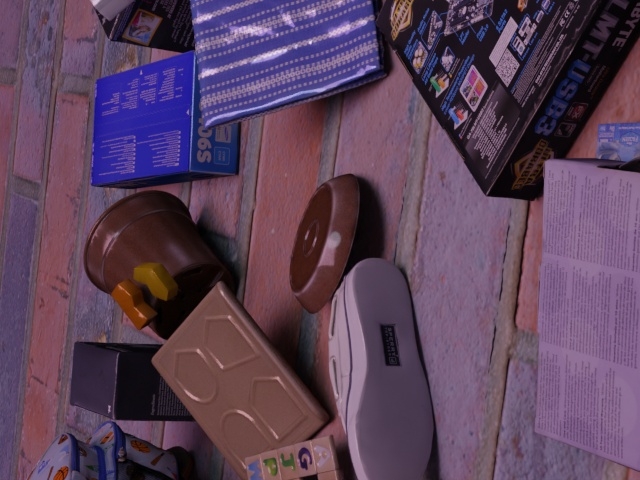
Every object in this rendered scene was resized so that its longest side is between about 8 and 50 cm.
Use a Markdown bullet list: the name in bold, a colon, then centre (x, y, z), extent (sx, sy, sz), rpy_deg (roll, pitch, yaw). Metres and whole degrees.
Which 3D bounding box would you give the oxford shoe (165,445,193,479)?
- **oxford shoe**: centre (-0.230, 0.375, 2.125), extent (0.212, 0.076, 0.076), rpy_deg (-56, 37, 16)

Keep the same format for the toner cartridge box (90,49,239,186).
- **toner cartridge box**: centre (-0.225, -0.164, 2.161), extent (0.348, 0.075, 0.165), rpy_deg (-2, 86, 60)

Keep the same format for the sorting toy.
- **sorting toy**: centre (-0.128, 0.142, 1.886), extent (0.307, 0.041, 0.229), rpy_deg (51, 139, 9)

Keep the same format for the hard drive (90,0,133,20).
- **hard drive**: centre (-0.184, -0.472, 1.983), extent (0.353, 0.047, 0.233), rpy_deg (-38, 48, 13)

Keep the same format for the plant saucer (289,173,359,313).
- **plant saucer**: centre (0.000, 0.000, 1.758), extent (0.168, 0.029, 0.168), rpy_deg (-163, 90, -75)

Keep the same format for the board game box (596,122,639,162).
- **board game box**: centre (0.279, -0.059, 1.351), extent (0.090, 0.020, 0.090), rpy_deg (4, 91, 59)

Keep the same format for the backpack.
- **backpack**: centre (-0.290, 0.369, 1.969), extent (0.276, 0.213, 0.263), rpy_deg (-48, 15, 17)

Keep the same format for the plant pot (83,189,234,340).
- **plant pot**: centre (-0.206, 0.043, 2.040), extent (0.165, 0.167, 0.167), rpy_deg (42, 123, 43)

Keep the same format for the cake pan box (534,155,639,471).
- **cake pan box**: centre (0.279, 0.060, 1.270), extent (0.246, 0.070, 0.267), rpy_deg (10, 102, 57)

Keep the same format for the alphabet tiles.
- **alphabet tiles**: centre (-0.019, 0.358, 1.789), extent (0.198, 0.009, 0.237), rpy_deg (-25, 72, 54)

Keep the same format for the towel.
- **towel**: centre (-0.053, -0.317, 1.803), extent (0.243, 0.040, 0.336), rpy_deg (-15, 71, 23)

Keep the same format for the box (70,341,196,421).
- **box**: centre (-0.235, 0.189, 2.057), extent (0.156, 0.158, 0.093), rpy_deg (4, 90, 59)

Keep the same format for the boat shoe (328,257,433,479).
- **boat shoe**: centre (0.052, 0.154, 1.641), extent (0.088, 0.096, 0.267), rpy_deg (-43, 50, 54)

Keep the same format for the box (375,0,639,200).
- **box**: centre (0.186, -0.242, 1.478), extent (0.295, 0.073, 0.293), rpy_deg (-64, 37, 34)

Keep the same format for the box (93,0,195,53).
- **box**: centre (-0.241, -0.405, 2.150), extent (0.163, 0.142, 0.247), rpy_deg (-61, 40, 32)
